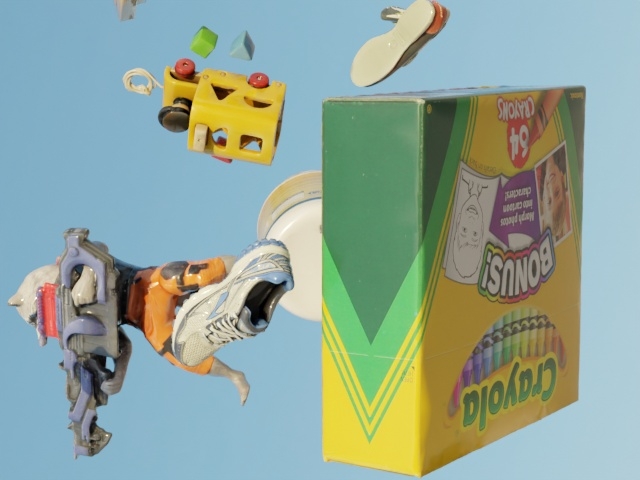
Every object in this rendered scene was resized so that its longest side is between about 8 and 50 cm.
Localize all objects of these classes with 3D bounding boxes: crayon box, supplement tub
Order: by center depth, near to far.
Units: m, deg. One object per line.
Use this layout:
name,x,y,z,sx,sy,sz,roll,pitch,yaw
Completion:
crayon box,0.130,0.020,1.647,0.363,0.106,0.313,-12,-77,-60
supplement tub,0.000,0.000,2.113,0.199,0.144,0.144,-104,22,-73

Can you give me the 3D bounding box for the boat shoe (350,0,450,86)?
boat shoe,0.090,-0.220,2.053,0.137,0.049,0.043,-43,-25,28

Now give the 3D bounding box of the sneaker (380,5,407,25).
sneaker,0.117,-0.300,2.509,0.083,0.031,0.035,2,-63,-34

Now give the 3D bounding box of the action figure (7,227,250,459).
action figure,-0.244,0.120,2.385,0.178,0.330,0.341,-76,-3,-61

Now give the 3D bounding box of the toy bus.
toy bus,-0.142,-0.163,2.384,0.191,0.202,0.104,45,-144,-28

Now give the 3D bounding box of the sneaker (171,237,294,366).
sneaker,-0.073,0.060,1.513,0.052,0.058,0.135,29,-69,-39

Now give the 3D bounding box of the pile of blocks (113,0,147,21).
pile of blocks,-0.205,-0.413,2.166,0.362,0.113,0.149,91,161,-53
